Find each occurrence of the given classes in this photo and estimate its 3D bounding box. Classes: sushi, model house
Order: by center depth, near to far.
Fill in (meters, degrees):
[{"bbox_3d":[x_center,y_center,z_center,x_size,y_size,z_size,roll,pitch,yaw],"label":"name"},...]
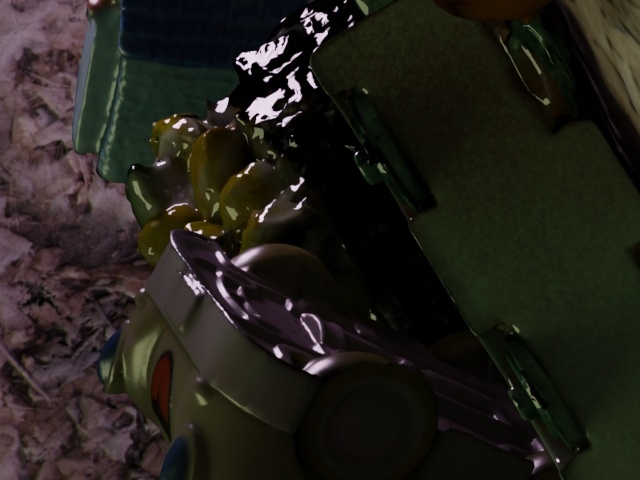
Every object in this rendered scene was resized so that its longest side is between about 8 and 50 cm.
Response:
[{"bbox_3d":[0.000,0.000,1.463,0.329,0.285,0.328,58,177,38],"label":"sushi"},{"bbox_3d":[-0.110,-0.251,1.842,0.295,0.251,0.329,-91,4,-46],"label":"model house"}]

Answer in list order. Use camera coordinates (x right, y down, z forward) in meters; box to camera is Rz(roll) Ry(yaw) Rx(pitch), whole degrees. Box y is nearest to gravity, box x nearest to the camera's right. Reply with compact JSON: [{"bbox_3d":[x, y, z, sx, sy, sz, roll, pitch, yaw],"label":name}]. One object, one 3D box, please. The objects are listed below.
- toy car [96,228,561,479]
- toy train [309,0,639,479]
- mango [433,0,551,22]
[{"bbox_3d":[0.026,0.160,1.203,0.336,0.226,0.242,23,-170,-24],"label":"toy car"},{"bbox_3d":[0.115,-0.009,1.046,0.326,0.129,0.159,58,-178,9],"label":"toy train"},{"bbox_3d":[0.082,-0.135,0.836,0.063,0.077,0.127,56,169,19],"label":"mango"}]
